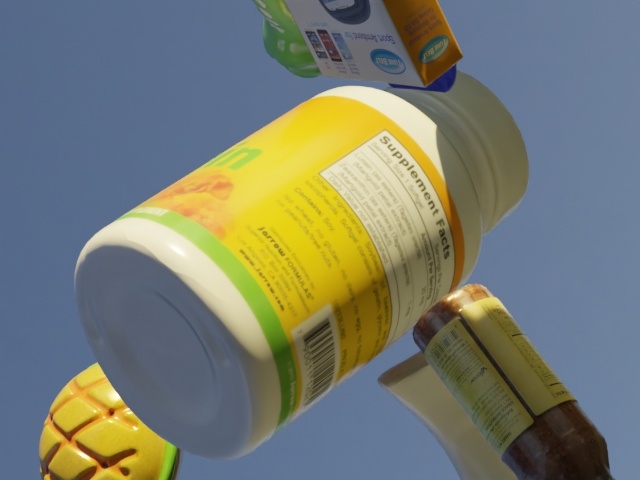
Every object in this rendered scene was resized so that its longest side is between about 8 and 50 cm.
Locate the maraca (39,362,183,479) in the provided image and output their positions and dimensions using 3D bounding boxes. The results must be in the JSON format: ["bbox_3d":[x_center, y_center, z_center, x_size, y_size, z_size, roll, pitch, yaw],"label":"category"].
[{"bbox_3d":[-0.160,0.179,1.396,0.099,0.127,0.185,21,-114,-48],"label":"maraca"}]

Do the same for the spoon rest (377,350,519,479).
[{"bbox_3d":[0.110,0.180,0.977,0.084,0.137,0.276,45,-161,-50],"label":"spoon rest"}]

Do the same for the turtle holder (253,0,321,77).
[{"bbox_3d":[0.102,-0.230,1.050,0.227,0.243,0.320,31,-101,-55],"label":"turtle holder"}]

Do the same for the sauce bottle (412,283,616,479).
[{"bbox_3d":[0.088,0.077,0.762,0.042,0.128,0.042,-28,-23,-14],"label":"sauce bottle"}]

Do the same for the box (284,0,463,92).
[{"bbox_3d":[0.008,-0.116,0.784,0.028,0.081,0.136,-36,-65,-23],"label":"box"}]

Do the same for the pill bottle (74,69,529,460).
[{"bbox_3d":[0.000,0.000,0.998,0.246,0.136,0.136,-35,-51,-36],"label":"pill bottle"}]
